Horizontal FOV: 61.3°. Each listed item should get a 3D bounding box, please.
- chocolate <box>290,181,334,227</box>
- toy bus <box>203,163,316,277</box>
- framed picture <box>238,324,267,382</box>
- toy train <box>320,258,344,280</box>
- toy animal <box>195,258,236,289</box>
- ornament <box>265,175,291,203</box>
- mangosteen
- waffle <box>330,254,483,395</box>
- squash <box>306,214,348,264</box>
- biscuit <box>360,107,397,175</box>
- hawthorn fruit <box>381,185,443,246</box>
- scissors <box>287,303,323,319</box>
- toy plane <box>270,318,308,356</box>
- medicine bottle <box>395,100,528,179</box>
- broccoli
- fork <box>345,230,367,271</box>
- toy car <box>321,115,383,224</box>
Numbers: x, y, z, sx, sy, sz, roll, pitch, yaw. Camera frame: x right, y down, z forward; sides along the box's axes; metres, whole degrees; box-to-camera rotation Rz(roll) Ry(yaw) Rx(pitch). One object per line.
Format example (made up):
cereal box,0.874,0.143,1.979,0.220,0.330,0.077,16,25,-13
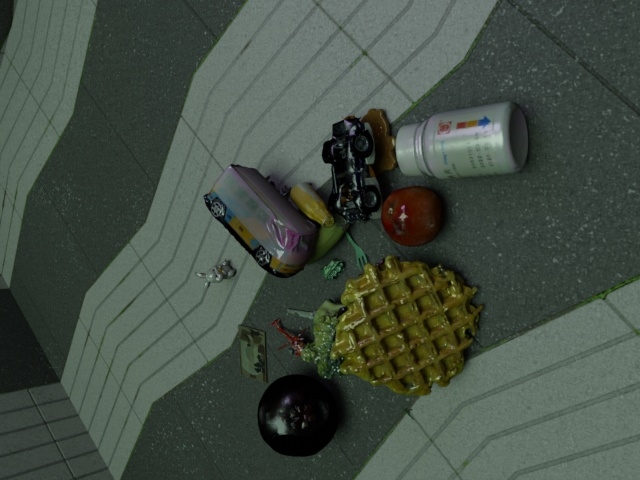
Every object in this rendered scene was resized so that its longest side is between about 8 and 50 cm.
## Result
chocolate,-0.021,-0.099,1.633,0.219,0.085,0.086,52,130,52
toy bus,-0.174,-0.068,1.651,0.386,0.171,0.162,45,121,22
framed picture,-0.253,0.422,2.015,0.135,0.010,0.201,7,103,35
toy train,0.041,0.090,1.707,0.053,0.033,0.083,52,125,22
toy animal,-0.380,0.122,1.978,0.085,0.124,0.071,-27,87,39
ornament,-0.163,-0.090,1.800,0.202,0.080,0.236,-17,91,35
mangosteen,-0.081,0.584,1.783,0.287,0.287,0.233,-45,32,34
waffle,0.229,0.231,1.447,0.382,0.095,0.380,16,98,-4
squash,0.000,0.000,1.678,0.250,0.083,0.083,-42,73,41
biscuit,0.160,-0.277,1.541,0.133,0.027,0.184,-34,76,44
hawthorn fruit,0.241,-0.063,1.437,0.172,0.173,0.173,9,105,36
scissors,-0.032,0.251,1.803,0.212,0.021,0.110,5,101,35
toy plane,-0.105,0.340,1.833,0.194,0.126,0.077,10,133,34
medicine bottle,0.340,-0.236,1.323,0.292,0.170,0.170,0,99,36
broccoli,0.058,0.260,1.621,0.245,0.288,0.248,32,155,38
fork,0.088,-0.018,1.658,0.039,0.021,0.235,-32,78,33
toy car,0.097,-0.197,1.512,0.193,0.118,0.301,179,84,-65
